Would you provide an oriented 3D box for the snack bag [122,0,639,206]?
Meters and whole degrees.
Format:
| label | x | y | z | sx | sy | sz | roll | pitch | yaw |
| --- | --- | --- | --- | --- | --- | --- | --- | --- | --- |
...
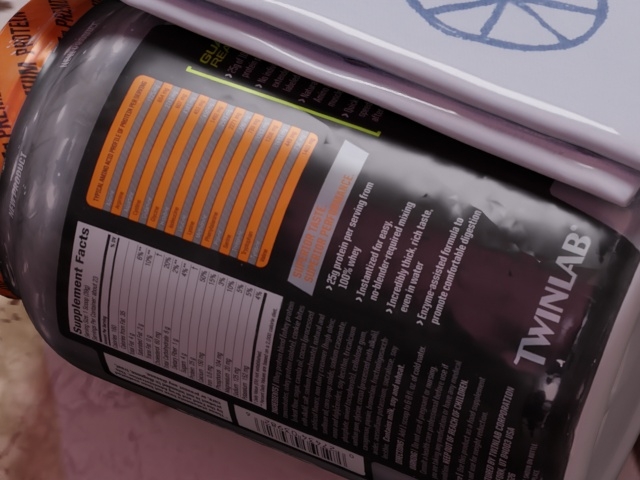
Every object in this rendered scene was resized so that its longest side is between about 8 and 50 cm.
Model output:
| label | x | y | z | sx | sy | sz | roll | pitch | yaw |
| --- | --- | --- | --- | --- | --- | --- | --- | --- | --- |
| snack bag | 0.071 | -0.165 | 0.907 | 0.323 | 0.037 | 0.342 | 22 | 42 | 19 |

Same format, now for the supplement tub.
| label | x | y | z | sx | sy | sz | roll | pitch | yaw |
| --- | --- | --- | --- | --- | --- | --- | --- | --- | --- |
| supplement tub | 0.000 | 0.000 | 0.878 | 0.316 | 0.193 | 0.193 | 21 | 79 | 18 |
